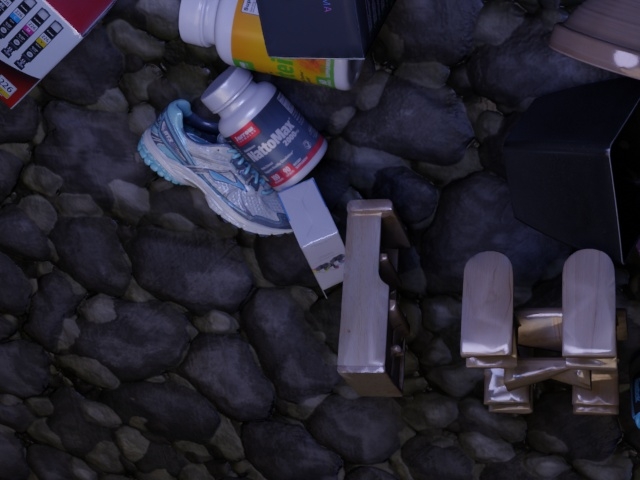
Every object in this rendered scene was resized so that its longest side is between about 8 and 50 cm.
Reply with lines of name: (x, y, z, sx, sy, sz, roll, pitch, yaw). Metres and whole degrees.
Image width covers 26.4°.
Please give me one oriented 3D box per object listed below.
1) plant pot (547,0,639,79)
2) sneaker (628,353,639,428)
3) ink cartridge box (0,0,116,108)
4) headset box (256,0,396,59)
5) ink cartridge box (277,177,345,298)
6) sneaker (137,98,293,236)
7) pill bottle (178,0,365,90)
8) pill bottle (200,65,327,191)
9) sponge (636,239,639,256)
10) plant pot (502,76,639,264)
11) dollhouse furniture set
plant pot: (0.407, -0.258, 1.669, 0.237, 0.237, 0.109, 17, 106, 9)
sneaker: (0.599, 0.315, 2.089, 0.341, 0.139, 0.125, 35, 130, -9)
ink cartridge box: (-0.462, -0.392, 1.956, 0.309, 0.130, 0.272, 43, 129, -14)
headset box: (0.012, -0.384, 1.666, 0.131, 0.283, 0.246, 4, 129, 19)
ink cartridge box: (0.000, 0.000, 2.030, 0.062, 0.104, 0.181, -24, 150, 0)
sneaker: (-0.135, -0.110, 2.069, 0.283, 0.110, 0.122, 30, 123, -7)
pill bottle: (-0.062, -0.295, 1.866, 0.246, 0.136, 0.136, 14, 131, 12)
pill bottle: (-0.086, -0.169, 1.997, 0.180, 0.108, 0.108, 45, 130, -16)
sponge: (0.560, 0.015, 1.935, 0.210, 0.031, 0.117, -9, 123, 27)
plant pot: (0.351, -0.105, 1.835, 0.167, 0.188, 0.187, 9, 131, 31)
dollhouse furniture set: (0.240, 0.087, 1.966, 0.394, 0.256, 0.362, -1, 161, 13)
